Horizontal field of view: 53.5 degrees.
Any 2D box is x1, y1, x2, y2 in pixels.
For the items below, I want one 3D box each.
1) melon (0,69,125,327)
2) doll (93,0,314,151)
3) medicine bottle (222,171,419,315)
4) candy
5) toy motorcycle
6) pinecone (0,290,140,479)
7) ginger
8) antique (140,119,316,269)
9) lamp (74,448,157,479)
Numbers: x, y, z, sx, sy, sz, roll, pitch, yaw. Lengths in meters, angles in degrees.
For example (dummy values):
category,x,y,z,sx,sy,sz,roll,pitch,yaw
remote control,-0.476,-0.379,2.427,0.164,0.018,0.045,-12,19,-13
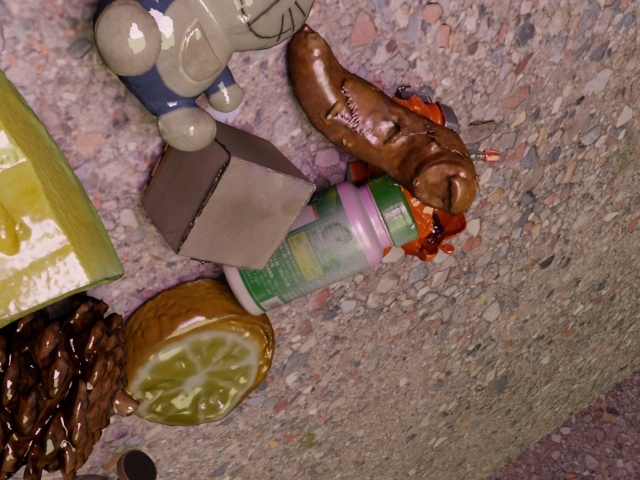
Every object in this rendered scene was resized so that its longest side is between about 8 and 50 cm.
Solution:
category,x,y,z,sx,sy,sz,roll,pitch,yaw
melon,-0.337,-0.068,0.629,0.196,0.124,0.324,-27,108,-30
doll,-0.108,-0.243,0.653,0.258,0.154,0.228,-38,148,-3
medicine bottle,0.000,0.000,0.922,0.274,0.134,0.133,-22,141,6
candy,-0.194,0.180,0.997,0.259,0.118,0.260,-20,134,-22
toy motorcycle,0.146,-0.084,1.026,0.221,0.148,0.326,-1,135,-11
pinecone,-0.350,0.164,0.768,0.257,0.243,0.243,38,98,-29
ginger,0.079,-0.147,0.836,0.107,0.309,0.133,-54,171,12
antique,-0.124,-0.064,0.806,0.151,0.148,0.147,15,116,-47
lamp,-0.372,0.446,1.081,0.214,0.121,0.121,-41,143,20
